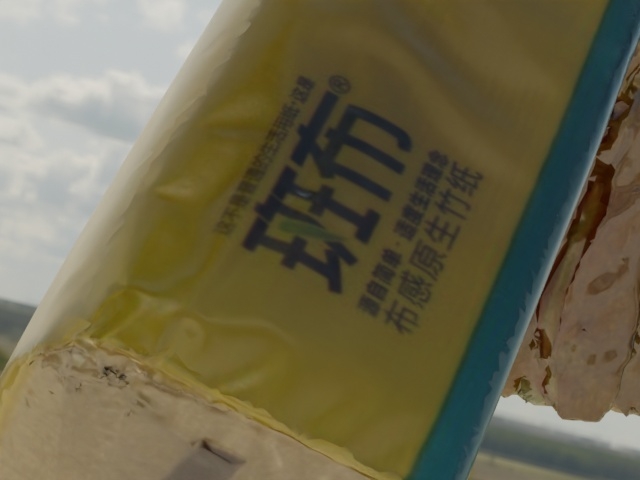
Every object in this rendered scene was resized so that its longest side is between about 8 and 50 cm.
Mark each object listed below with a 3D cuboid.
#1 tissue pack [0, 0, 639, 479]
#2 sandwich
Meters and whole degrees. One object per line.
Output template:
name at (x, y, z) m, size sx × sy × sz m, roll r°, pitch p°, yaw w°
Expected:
tissue pack at (0.000, 0.000, 0.559) m, size 0.134 × 0.271 × 0.192 m, roll 27°, pitch -39°, yaw 0°
sandwich at (0.115, -0.069, 0.872) m, size 0.131 × 0.262 × 0.325 m, roll 15°, pitch 10°, yaw -18°
